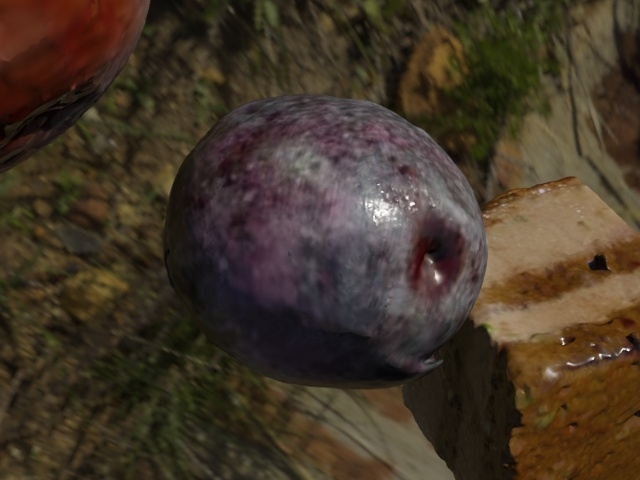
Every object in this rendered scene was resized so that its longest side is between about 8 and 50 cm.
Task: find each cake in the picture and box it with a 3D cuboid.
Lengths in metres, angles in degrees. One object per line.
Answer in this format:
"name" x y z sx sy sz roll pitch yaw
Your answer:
"cake" 0.170 0.075 1.551 0.199 0.196 0.293 -17 42 -18

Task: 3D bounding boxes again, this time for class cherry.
"cherry" 0.007 0.000 1.135 0.195 0.195 0.195 -4 73 14

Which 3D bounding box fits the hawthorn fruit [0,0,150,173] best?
"hawthorn fruit" -0.176 -0.127 0.525 0.272 0.242 0.242 0 73 -12
